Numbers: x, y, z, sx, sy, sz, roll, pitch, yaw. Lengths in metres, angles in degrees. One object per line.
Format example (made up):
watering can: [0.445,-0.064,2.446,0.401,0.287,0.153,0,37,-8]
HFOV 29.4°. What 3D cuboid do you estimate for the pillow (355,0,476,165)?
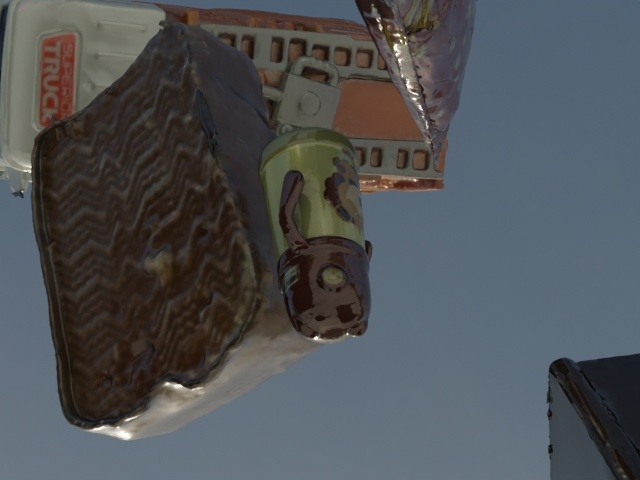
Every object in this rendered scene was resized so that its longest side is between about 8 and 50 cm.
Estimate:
pillow: [0.046,-0.121,0.578,0.043,0.185,0.118,6,-111,15]

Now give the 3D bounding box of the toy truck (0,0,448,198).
toy truck: [-0.088,-0.118,1.009,0.387,0.207,0.174,1,-84,-25]

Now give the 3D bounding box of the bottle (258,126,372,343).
bottle: [0.002,0.000,0.538,0.063,0.101,0.047,16,-44,-30]

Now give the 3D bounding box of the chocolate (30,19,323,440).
chocolate: [-0.075,0.000,0.665,0.148,0.214,0.093,-34,-34,29]

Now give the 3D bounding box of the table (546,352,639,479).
table: [0.232,0.170,0.376,0.281,0.196,0.251,-6,-66,-5]
